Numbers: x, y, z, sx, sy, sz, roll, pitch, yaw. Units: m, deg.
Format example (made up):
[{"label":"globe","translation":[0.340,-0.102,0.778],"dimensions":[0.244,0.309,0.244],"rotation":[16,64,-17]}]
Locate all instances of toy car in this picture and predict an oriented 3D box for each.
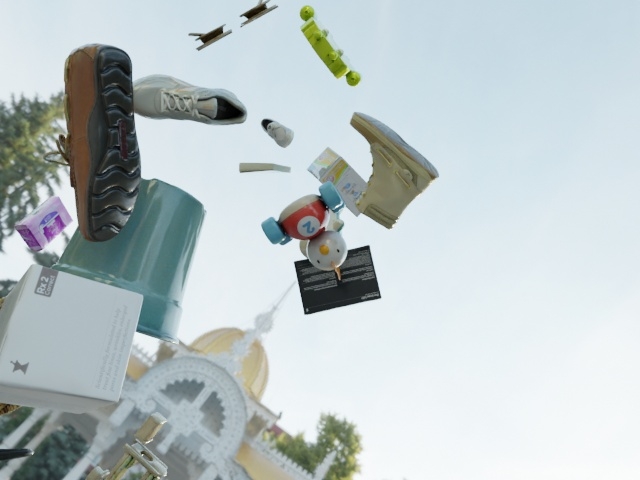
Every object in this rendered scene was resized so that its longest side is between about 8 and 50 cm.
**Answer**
[{"label":"toy car","translation":[0.000,0.000,1.478],"dimensions":[0.238,0.219,0.210],"rotation":[59,5,5]}]

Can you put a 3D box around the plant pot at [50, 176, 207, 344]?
[{"label":"plant pot","translation":[-0.444,0.035,1.289],"dimensions":[0.340,0.334,0.341],"rotation":[15,-15,4]}]

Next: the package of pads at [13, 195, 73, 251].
[{"label":"package of pads","translation":[-0.424,-0.026,0.841],"dimensions":[0.031,0.083,0.050],"rotation":[-5,-55,22]}]

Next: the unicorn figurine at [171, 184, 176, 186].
[{"label":"unicorn figurine","translation":[-0.550,-0.147,1.779],"dimensions":[0.111,0.162,0.060],"rotation":[18,-68,19]}]

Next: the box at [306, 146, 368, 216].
[{"label":"box","translation":[0.070,-0.188,1.744],"dimensions":[0.203,0.103,0.114],"rotation":[41,5,-35]}]

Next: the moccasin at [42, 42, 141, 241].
[{"label":"moccasin","translation":[-0.449,-0.187,1.072],"dimensions":[0.146,0.139,0.380],"rotation":[6,-75,30]}]

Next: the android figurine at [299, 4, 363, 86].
[{"label":"android figurine","translation":[0.025,-0.515,1.461],"dimensions":[0.056,0.273,0.248],"rotation":[-35,-82,15]}]

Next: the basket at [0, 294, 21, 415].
[{"label":"basket","translation":[-0.612,0.266,1.033],"dimensions":[0.299,0.214,0.223],"rotation":[-21,-47,6]}]

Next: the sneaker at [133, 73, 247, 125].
[{"label":"sneaker","translation":[-0.277,-0.295,1.164],"dimensions":[0.121,0.262,0.099],"rotation":[33,-59,56]}]

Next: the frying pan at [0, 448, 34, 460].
[{"label":"frying pan","translation":[-0.546,0.280,0.658],"dimensions":[0.197,0.053,0.326],"rotation":[-4,-21,14]}]

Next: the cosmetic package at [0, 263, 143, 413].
[{"label":"cosmetic package","translation":[-0.361,0.145,0.749],"dimensions":[0.151,0.151,0.183],"rotation":[22,-30,-31]}]

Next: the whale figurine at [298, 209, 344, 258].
[{"label":"whale figurine","translation":[0.031,-0.031,2.098],"dimensions":[0.141,0.272,0.216],"rotation":[41,-36,-24]}]

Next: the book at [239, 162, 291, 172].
[{"label":"book","translation":[-0.183,-0.237,1.798],"dimensions":[0.144,0.096,0.035],"rotation":[3,-89,34]}]

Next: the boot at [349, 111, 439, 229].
[{"label":"boot","translation":[0.136,-0.173,1.356],"dimensions":[0.262,0.095,0.203],"rotation":[41,-61,6]}]

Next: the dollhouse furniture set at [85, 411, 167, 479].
[{"label":"dollhouse furniture set","translation":[-0.369,0.453,1.068],"dimensions":[0.101,0.182,0.161],"rotation":[37,-4,9]}]

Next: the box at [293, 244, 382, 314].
[{"label":"box","translation":[0.058,0.137,1.828],"dimensions":[0.261,0.185,0.103],"rotation":[-12,-13,3]}]

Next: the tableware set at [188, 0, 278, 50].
[{"label":"tableware set","translation":[-0.184,-0.460,1.142],"dimensions":[0.039,0.194,0.128],"rotation":[61,-2,-23]}]

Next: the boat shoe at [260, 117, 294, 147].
[{"label":"boat shoe","translation":[-0.138,-0.342,1.695],"dimensions":[0.063,0.066,0.184],"rotation":[25,18,-33]}]
